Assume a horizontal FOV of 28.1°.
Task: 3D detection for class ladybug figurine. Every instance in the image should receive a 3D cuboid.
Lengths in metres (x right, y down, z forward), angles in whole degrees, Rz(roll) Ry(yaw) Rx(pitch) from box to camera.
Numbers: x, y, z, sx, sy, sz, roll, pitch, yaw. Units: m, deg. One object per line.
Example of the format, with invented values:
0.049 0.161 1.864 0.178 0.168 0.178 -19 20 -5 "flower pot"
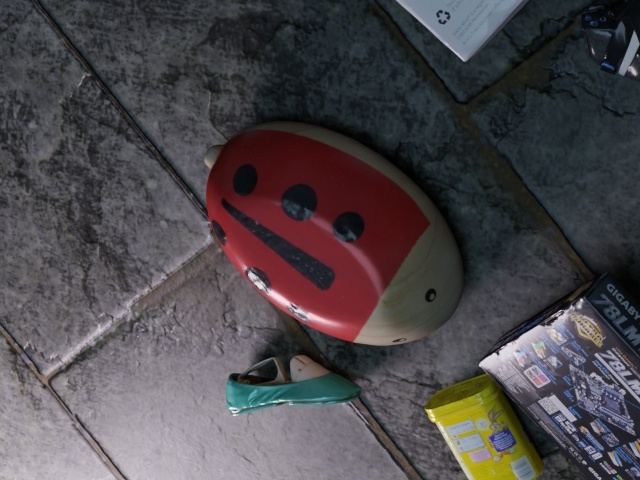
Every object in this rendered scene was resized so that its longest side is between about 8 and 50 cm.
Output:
0.000 0.000 1.922 0.449 0.162 0.305 32 122 10 "ladybug figurine"

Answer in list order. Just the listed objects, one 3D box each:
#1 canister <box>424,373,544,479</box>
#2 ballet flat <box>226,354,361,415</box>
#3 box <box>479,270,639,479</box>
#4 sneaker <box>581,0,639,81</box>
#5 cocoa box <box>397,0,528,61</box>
0.256 0.304 1.987 0.126 0.073 0.170 -24 101 32 "canister"
-0.054 0.233 2.102 0.247 0.083 0.087 -10 93 27 "ballet flat"
0.408 0.216 1.812 0.295 0.073 0.293 46 147 2 "box"
0.399 -0.310 1.643 0.121 0.079 0.217 15 119 18 "sneaker"
0.236 -0.439 1.577 0.231 0.228 0.347 44 123 2 "cocoa box"
